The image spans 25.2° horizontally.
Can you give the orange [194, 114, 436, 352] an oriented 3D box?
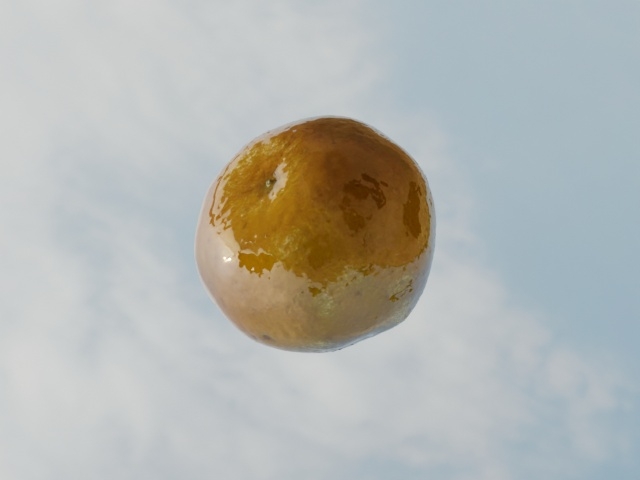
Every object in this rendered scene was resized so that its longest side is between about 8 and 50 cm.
[{"bbox_3d":[0.000,0.000,0.885,0.134,0.155,0.154,53,-168,-39],"label":"orange"}]
